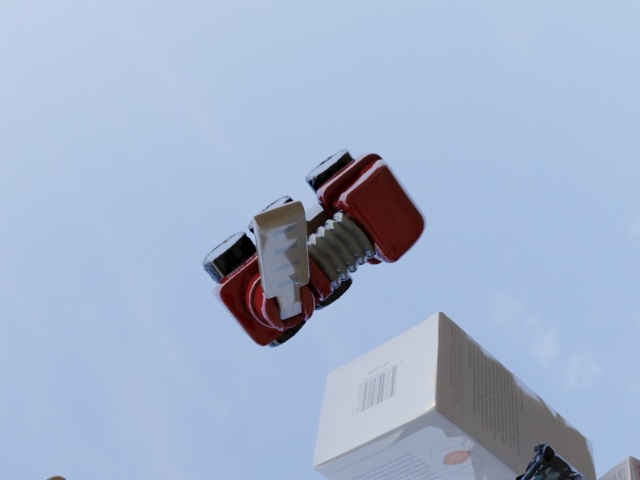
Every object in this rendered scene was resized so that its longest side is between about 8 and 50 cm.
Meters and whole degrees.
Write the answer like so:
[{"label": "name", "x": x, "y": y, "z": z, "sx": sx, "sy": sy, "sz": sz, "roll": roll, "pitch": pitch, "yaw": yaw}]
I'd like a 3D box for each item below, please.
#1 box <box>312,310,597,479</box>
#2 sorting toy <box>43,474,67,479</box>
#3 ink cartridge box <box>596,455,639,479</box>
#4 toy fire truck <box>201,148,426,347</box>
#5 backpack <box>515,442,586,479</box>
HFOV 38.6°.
[{"label": "box", "x": 0.191, "y": 0.291, "z": 1.241, "sx": 0.345, "sy": 0.215, "sz": 0.168, "roll": 41, "pitch": -145, "yaw": -24}, {"label": "sorting toy", "x": -0.150, "y": 0.138, "z": 0.441, "sx": 0.062, "sy": 0.083, "sz": 0.012, "roll": -24, "pitch": -150, "yaw": -35}, {"label": "ink cartridge box", "x": 0.296, "y": 0.413, "z": 1.082, "sx": 0.065, "sy": 0.311, "sz": 0.186, "roll": 29, "pitch": -141, "yaw": -10}, {"label": "toy fire truck", "x": 0.000, "y": 0.000, "z": 0.868, "sx": 0.217, "sy": 0.246, "sz": 0.158, "roll": -39, "pitch": -76, "yaw": -9}, {"label": "backpack", "x": 0.212, "y": 0.270, "z": 0.862, "sx": 0.114, "sy": 0.105, "sz": 0.084, "roll": -45, "pitch": -133, "yaw": -6}]
